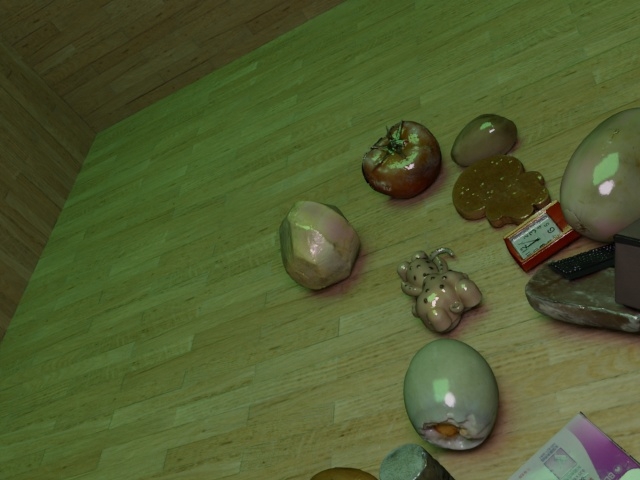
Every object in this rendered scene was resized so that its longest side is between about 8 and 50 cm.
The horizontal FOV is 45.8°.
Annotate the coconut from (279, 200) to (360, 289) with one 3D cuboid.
[{"bbox_3d":[0.000,0.000,1.990,0.197,0.237,0.237,1,51,36],"label":"coconut"}]

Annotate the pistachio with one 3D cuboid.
[{"bbox_3d":[0.428,-0.264,1.997,0.185,0.126,0.108,-26,-6,23],"label":"pistachio"}]

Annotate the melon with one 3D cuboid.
[{"bbox_3d":[0.630,-0.138,1.562,0.317,0.223,0.223,-49,36,-13],"label":"melon"}]

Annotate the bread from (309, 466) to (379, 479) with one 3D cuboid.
[{"bbox_3d":[0.039,0.509,1.520,0.189,0.077,0.114,-6,51,35],"label":"bread"}]

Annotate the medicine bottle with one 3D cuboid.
[{"bbox_3d":[0.434,0.414,1.284,0.201,0.052,0.171,-42,36,-1],"label":"medicine bottle"}]

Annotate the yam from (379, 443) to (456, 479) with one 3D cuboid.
[{"bbox_3d":[0.183,0.440,1.359,0.107,0.194,0.107,-22,41,21],"label":"yam"}]

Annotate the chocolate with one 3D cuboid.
[{"bbox_3d":[0.535,0.121,1.478,0.254,0.080,0.157,9,32,39],"label":"chocolate"}]

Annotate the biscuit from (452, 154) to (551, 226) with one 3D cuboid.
[{"bbox_3d":[0.445,-0.119,1.867,0.202,0.044,0.288,-47,37,-9],"label":"biscuit"}]

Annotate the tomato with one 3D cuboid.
[{"bbox_3d":[0.240,-0.209,2.041,0.214,0.181,0.155,-50,41,-8],"label":"tomato"}]

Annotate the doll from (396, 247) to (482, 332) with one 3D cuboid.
[{"bbox_3d":[0.265,0.103,1.740,0.154,0.119,0.278,-33,26,8],"label":"doll"}]

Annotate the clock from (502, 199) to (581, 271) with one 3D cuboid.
[{"bbox_3d":[0.494,-0.004,1.684,0.155,0.061,0.113,-35,35,12],"label":"clock"}]

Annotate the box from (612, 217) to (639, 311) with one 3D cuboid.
[{"bbox_3d":[0.668,0.026,1.339,0.252,0.153,0.188,-29,30,-31],"label":"box"}]

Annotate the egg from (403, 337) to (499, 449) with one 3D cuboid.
[{"bbox_3d":[0.253,0.287,1.472,0.183,0.183,0.217,-17,41,28],"label":"egg"}]

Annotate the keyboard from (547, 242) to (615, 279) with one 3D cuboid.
[{"bbox_3d":[0.563,0.035,1.535,0.196,0.015,0.074,-16,22,-15],"label":"keyboard"}]
